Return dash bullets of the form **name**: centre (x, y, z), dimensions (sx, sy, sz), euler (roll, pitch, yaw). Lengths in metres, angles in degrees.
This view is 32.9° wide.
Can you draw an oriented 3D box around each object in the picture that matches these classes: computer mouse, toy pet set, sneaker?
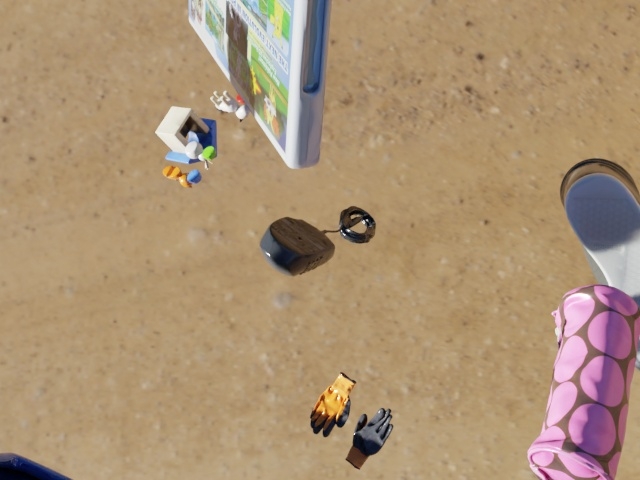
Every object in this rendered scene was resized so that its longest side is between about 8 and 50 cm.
- **computer mouse**: centre (0.000, 0.000, 1.297), dimensions (0.071, 0.242, 0.041), euler (38, 116, 19)
- **toy pet set**: centre (-0.128, -0.103, 1.206), dimensions (0.114, 0.065, 0.122), euler (13, 65, 42)
- **sneaker**: centre (0.372, 0.025, 1.286), dimensions (0.105, 0.147, 0.295), euler (-24, 109, 19)

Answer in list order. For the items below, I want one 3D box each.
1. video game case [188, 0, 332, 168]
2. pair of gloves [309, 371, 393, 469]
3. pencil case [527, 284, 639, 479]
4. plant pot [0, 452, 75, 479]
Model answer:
- **video game case**: centre (-0.063, -0.276, 1.012), dimensions (0.329, 0.036, 0.299), euler (-124, 31, -47)
- **pair of gloves**: centre (0.031, 0.185, 1.111), dimensions (0.083, 0.010, 0.074), euler (37, 105, 17)
- **pencil case**: centre (0.266, 0.152, 1.104), dimensions (0.098, 0.095, 0.209), euler (-6, 47, 35)
- **plant pot**: centre (-0.335, 0.373, 1.166), dimensions (0.236, 0.236, 0.212), euler (23, 89, 16)
